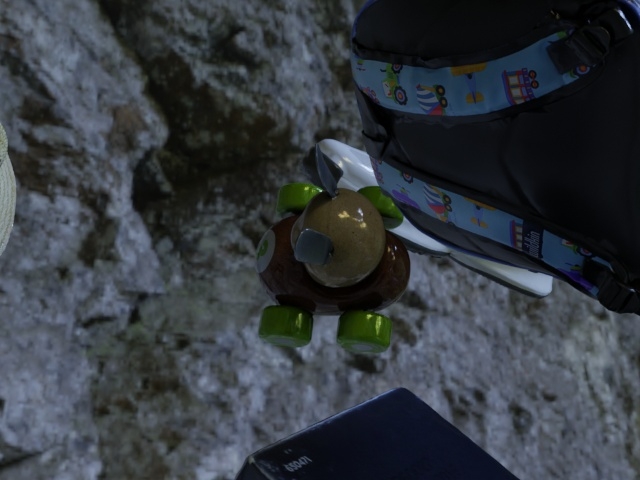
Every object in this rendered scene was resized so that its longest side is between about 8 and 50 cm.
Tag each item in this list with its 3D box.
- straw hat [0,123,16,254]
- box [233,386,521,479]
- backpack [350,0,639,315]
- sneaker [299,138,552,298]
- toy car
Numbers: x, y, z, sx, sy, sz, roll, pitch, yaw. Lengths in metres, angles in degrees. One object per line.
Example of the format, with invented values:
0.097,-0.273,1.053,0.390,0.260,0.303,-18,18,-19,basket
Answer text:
-0.180,-0.041,0.442,0.061,0.144,0.144,-20,-39,31,straw hat
0.045,0.288,0.471,0.183,0.296,0.294,-6,-51,-61,box
0.102,-0.063,0.461,0.173,0.117,0.158,16,-48,45,backpack
0.197,-0.105,1.286,0.447,0.169,0.257,20,-75,-32,sneaker
0.000,0.000,0.859,0.149,0.155,0.188,3,-21,12,toy car
